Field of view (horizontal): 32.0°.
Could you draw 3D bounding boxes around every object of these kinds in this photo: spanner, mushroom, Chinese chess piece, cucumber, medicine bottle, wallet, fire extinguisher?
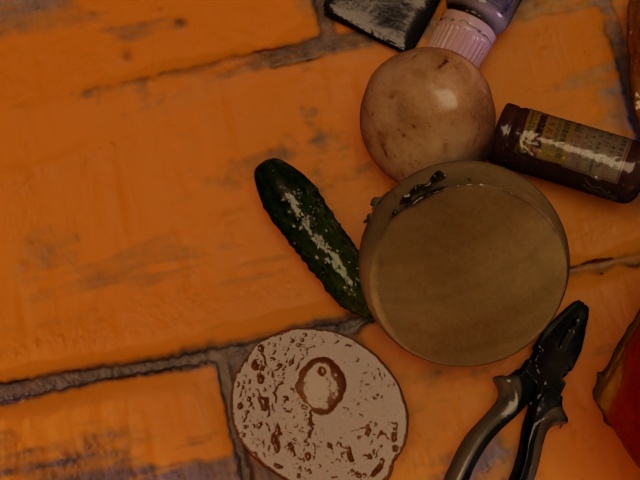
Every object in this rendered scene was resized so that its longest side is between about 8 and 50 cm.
[{"bbox_3d":[0.218,0.205,1.228,0.096,0.040,0.325,33,73,-5],"label":"spanner"},{"bbox_3d":[0.123,-0.139,1.270,0.166,0.127,0.166,11,112,27],"label":"mushroom"},{"bbox_3d":[0.154,0.022,1.209,0.238,0.092,0.237,0,112,0],"label":"Chinese chess piece"},{"bbox_3d":[0.000,0.000,1.285,0.069,0.069,0.227,-35,82,-5],"label":"cucumber"},{"bbox_3d":[0.193,-0.283,1.323,0.083,0.083,0.203,26,80,8],"label":"medicine bottle"},{"bbox_3d":[0.112,-0.356,1.372,0.124,0.025,0.244,28,80,8],"label":"wallet"},{"bbox_3d":[0.322,-0.081,1.278,0.252,0.106,0.075,18,72,14],"label":"fire extinguisher"}]

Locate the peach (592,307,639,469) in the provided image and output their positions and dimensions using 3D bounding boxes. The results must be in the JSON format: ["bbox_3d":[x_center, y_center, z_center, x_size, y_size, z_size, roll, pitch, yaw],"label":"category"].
[{"bbox_3d":[0.449,0.160,1.141,0.306,0.242,0.380,-32,78,1],"label":"peach"}]

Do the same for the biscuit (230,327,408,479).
[{"bbox_3d":[0.000,0.194,1.249,0.208,0.049,0.181,40,83,9],"label":"biscuit"}]

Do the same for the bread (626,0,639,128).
[{"bbox_3d":[0.524,-0.222,1.237,0.337,0.204,0.358,-1,76,-2],"label":"bread"}]
